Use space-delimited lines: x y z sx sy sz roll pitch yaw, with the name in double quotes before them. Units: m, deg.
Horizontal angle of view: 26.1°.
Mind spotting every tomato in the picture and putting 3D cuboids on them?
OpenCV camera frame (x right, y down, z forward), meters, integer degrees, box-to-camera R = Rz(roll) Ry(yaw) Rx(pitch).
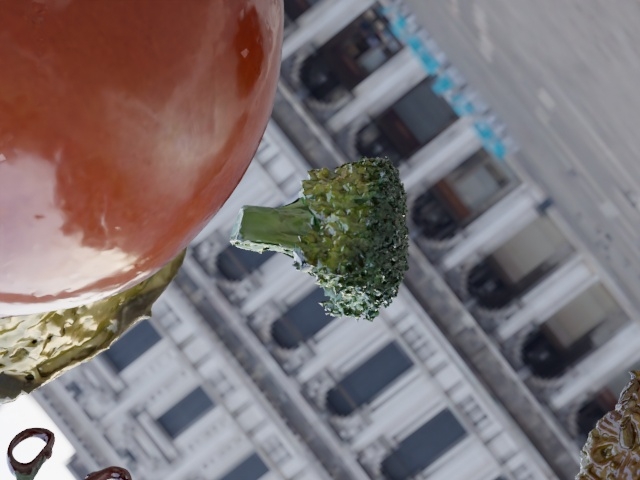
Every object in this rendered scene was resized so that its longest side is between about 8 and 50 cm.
"tomato" -0.167 -0.111 0.684 0.321 0.321 0.321 50 -173 -9

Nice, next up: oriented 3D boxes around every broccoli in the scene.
"broccoli" 0.000 0.000 1.452 0.194 0.194 0.220 50 -171 -14

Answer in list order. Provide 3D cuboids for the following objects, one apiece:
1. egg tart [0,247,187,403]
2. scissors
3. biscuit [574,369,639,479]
"egg tart" -0.230 -0.045 0.924 0.341 0.341 0.132 50 170 -12
"scissors" -0.309 0.275 1.399 0.144 0.017 0.247 24 -150 17
"biscuit" 0.252 0.139 0.929 0.126 0.206 0.025 34 -168 18
